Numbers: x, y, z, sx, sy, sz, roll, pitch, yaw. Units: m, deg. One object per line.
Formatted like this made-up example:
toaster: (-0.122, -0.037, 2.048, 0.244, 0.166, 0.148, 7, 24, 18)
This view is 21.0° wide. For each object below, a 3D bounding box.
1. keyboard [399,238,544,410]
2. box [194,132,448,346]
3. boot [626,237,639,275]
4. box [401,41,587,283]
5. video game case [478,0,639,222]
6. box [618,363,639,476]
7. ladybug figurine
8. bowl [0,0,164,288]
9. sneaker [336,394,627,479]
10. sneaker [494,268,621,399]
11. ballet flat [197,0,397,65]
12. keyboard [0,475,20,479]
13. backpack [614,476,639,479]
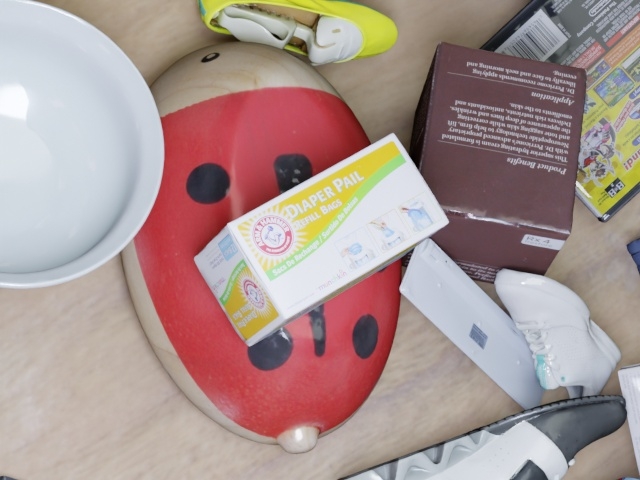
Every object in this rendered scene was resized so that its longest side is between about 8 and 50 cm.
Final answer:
keyboard: (0.172, 0.095, 1.857, 0.256, 0.014, 0.072, 43, 62, -33)
box: (0.000, 0.000, 1.637, 0.203, 0.114, 0.103, -30, 85, -26)
boot: (0.451, 0.004, 2.027, 0.190, 0.069, 0.086, -24, 89, -26)
box: (0.182, -0.079, 1.868, 0.169, 0.167, 0.203, 11, 67, -2)
video game case: (0.345, -0.202, 2.001, 0.275, 0.035, 0.248, -43, 93, 1)
box: (0.389, 0.291, 1.874, 0.067, 0.063, 0.324, -13, 86, 15)
ladybug figurine: (-0.048, -0.007, 1.776, 0.305, 0.162, 0.449, -7, 76, -24)
bowl: (-0.314, -0.080, 1.706, 0.298, 0.134, 0.297, 7, 71, -21)
sneaker: (0.189, 0.262, 1.815, 0.331, 0.122, 0.146, -19, 81, -17)
sneaker: (0.252, 0.113, 1.875, 0.212, 0.080, 0.094, 42, 66, -35)
ballet flat: (-0.025, -0.231, 1.902, 0.231, 0.077, 0.077, 14, 39, -13)
keyboard: (-0.309, 0.316, 1.643, 0.108, 0.023, 0.180, 19, 66, -15)
backpack: (0.307, 0.332, 1.804, 0.117, 0.173, 0.158, -23, 84, -27)
